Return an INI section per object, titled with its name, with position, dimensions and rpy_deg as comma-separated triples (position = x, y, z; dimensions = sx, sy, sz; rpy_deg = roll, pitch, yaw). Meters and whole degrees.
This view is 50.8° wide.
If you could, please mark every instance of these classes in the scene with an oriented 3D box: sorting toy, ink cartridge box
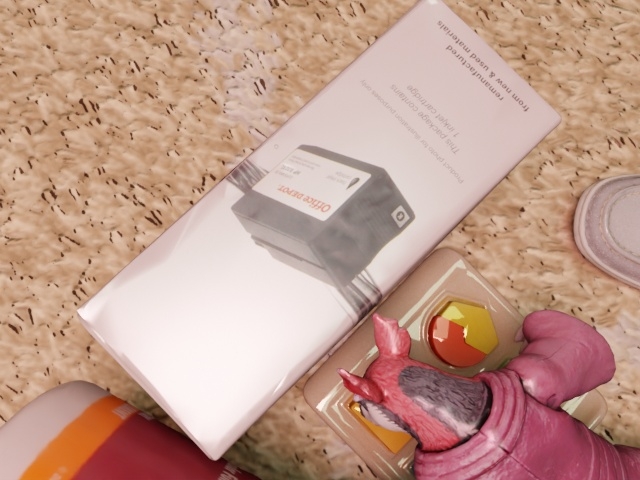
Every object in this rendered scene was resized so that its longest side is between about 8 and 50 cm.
[sorting toy]
position = 0.120, 0.138, 0.592
dimensions = 0.208, 0.038, 0.193
rpy_deg = 45, 81, 5
[ink cartridge box]
position = 0.000, 0.000, 0.517
dimensions = 0.307, 0.223, 0.129
rpy_deg = -43, 85, -8

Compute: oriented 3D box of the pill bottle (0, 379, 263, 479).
[pill bottle]
position = -0.041, 0.271, 0.392
dimensions = 0.392, 0.224, 0.224
rpy_deg = 30, 80, 3

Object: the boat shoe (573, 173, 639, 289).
[boat shoe]
position = 0.390, 0.005, 0.594
dimensions = 0.321, 0.103, 0.118
rpy_deg = 16, 80, 0

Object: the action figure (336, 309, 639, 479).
[action figure]
position = 0.156, 0.187, 0.451
dimensions = 0.370, 0.276, 0.248
rpy_deg = 36, 88, -18
